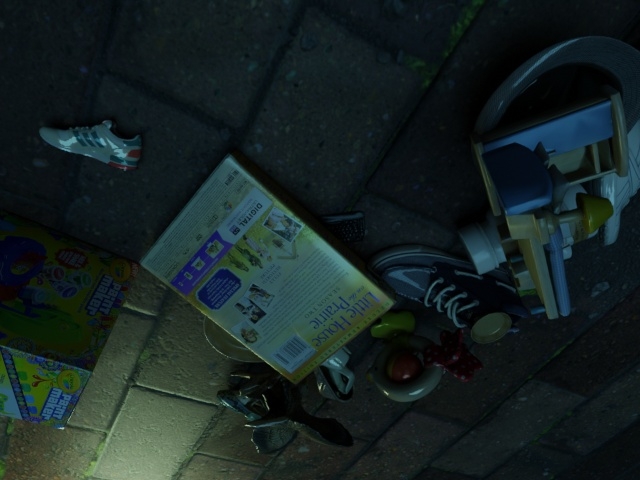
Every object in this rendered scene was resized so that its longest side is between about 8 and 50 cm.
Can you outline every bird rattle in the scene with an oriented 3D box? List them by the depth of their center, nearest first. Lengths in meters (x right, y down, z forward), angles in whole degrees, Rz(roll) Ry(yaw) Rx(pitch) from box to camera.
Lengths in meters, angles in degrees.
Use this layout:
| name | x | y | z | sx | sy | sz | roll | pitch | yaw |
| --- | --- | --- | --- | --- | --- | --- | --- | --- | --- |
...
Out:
| name | x | y | z | sx | sy | sz | roll | pitch | yaw |
| --- | --- | --- | --- | --- | --- | --- | --- | --- | --- |
| bird rattle | 0.218 | 0.276 | 0.969 | 0.207 | 0.253 | 0.143 | -46 | 130 | -21 |

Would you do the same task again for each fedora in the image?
| name | x | y | z | sx | sy | sz | roll | pitch | yaw |
| --- | --- | --- | --- | --- | --- | --- | --- | --- | --- |
| fedora | 0.375 | -0.215 | 0.720 | 0.243 | 0.124 | 0.276 | 13 | 131 | -10 |

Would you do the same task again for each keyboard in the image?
| name | x | y | z | sx | sy | sz | roll | pitch | yaw |
| --- | --- | --- | --- | --- | --- | --- | --- | --- | --- |
| keyboard | 0.000 | 0.000 | 0.889 | 0.191 | 0.038 | 0.100 | -8 | 124 | 2 |

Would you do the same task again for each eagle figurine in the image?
| name | x | y | z | sx | sy | sz | roll | pitch | yaw |
| --- | --- | --- | --- | --- | --- | --- | --- | --- | --- |
| eagle figurine | -0.069 | 0.445 | 1.080 | 0.225 | 0.226 | 0.299 | -30 | 109 | -22 |

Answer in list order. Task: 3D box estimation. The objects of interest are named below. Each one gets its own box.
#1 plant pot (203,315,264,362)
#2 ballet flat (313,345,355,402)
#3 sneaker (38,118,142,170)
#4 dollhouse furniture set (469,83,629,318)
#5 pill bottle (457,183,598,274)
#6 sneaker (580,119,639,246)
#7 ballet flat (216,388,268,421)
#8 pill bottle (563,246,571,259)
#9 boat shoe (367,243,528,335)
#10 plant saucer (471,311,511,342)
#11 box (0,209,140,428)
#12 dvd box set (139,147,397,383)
| name | x | y | z | sx | sy | sz | roll | pitch | yaw |
| --- | --- | --- | --- | --- | --- | --- | --- | --- | --- |
| plant pot | -0.154 | 0.197 | 1.013 | 0.236 | 0.032 | 0.237 | -2 | 123 | -3 |
| ballet flat | 0.030 | 0.287 | 1.036 | 0.106 | 0.107 | 0.316 | 20 | 143 | 36 |
| sneaker | -0.386 | -0.178 | 0.733 | 0.161 | 0.057 | 0.075 | 19 | 104 | -15 |
| dollhouse furniture set | 0.354 | -0.024 | 0.584 | 0.198 | 0.303 | 0.287 | -17 | 120 | 20 |
| pill bottle | 0.401 | -0.022 | 0.849 | 0.229 | 0.131 | 0.131 | -25 | 122 | 12 |
| sneaker | 0.565 | -0.114 | 0.820 | 0.129 | 0.111 | 0.297 | -19 | 125 | 2 |
| ballet flat | -0.199 | 0.443 | 1.165 | 0.070 | 0.070 | 0.188 | -32 | 123 | 16 |
| pill bottle | 0.475 | 0.030 | 0.931 | 0.116 | 0.065 | 0.065 | -15 | 124 | 5 |
| boat shoe | 0.273 | 0.109 | 0.911 | 0.340 | 0.158 | 0.127 | 6 | 123 | -9 |
| plant saucer | 0.336 | 0.170 | 0.852 | 0.083 | 0.015 | 0.084 | -5 | 124 | -8 |
| box | -0.531 | 0.136 | 0.784 | 0.279 | 0.290 | 0.177 | 26 | 118 | -21 |
| dvd box set | -0.103 | 0.071 | 0.855 | 0.420 | 0.062 | 0.307 | 41 | 113 | -11 |
